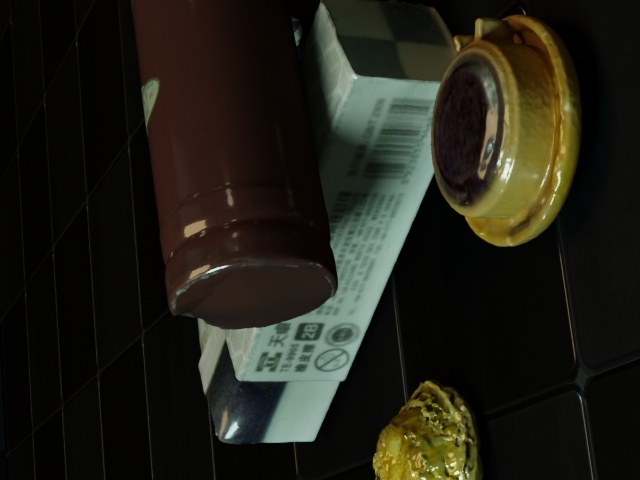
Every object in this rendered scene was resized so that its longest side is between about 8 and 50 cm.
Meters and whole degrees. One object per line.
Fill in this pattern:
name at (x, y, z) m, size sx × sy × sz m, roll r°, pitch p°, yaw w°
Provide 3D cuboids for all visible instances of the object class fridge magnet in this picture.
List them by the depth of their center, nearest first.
fridge magnet at (0.112, -0.067, 0.935) m, size 0.143 × 0.063 × 0.143 m, roll -177°, pitch 90°, yaw -67°

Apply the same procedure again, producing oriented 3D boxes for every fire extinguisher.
fire extinguisher at (-0.076, -0.107, 1.068) m, size 0.135 × 0.114 × 0.337 m, roll -24°, pitch 60°, yaw 30°

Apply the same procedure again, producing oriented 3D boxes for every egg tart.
egg tart at (0.072, 0.160, 1.057) m, size 0.130 × 0.052 × 0.130 m, roll -177°, pitch 90°, yaw -70°

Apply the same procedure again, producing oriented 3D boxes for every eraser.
eraser at (0.000, 0.000, 1.177) m, size 0.404 × 0.098 × 0.096 m, roll 112°, pitch 151°, yaw -42°

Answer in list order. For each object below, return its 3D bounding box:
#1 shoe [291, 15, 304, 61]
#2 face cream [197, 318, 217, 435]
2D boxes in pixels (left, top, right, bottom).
shoe at (-0.046, -0.161, 1.355) m, size 0.143 × 0.063 × 0.071 m, roll -152°, pitch 45°, yaw -72°
face cream at (-0.084, 0.060, 1.437) m, size 0.341 × 0.084 × 0.137 m, roll 111°, pitch 153°, yaw -60°
